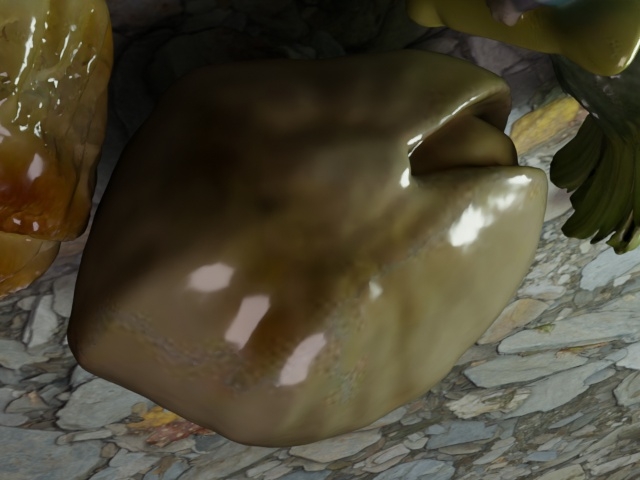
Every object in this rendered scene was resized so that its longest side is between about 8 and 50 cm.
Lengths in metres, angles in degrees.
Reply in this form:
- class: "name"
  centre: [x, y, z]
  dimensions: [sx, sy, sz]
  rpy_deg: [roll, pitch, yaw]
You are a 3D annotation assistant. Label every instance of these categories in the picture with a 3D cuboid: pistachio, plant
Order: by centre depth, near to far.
- class: "pistachio"
  centre: [0.000, 0.000, 0.799]
  dimensions: [0.365, 0.281, 0.445]
  rpy_deg: [-29, 175, 26]
- class: "plant"
  centre: [0.253, -0.145, 0.867]
  dimensions: [0.261, 0.297, 0.306]
  rpy_deg: [4, 102, -69]

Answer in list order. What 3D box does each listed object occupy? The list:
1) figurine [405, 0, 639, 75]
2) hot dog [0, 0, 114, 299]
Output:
- class: "figurine"
  centre: [0.081, -0.252, 0.426]
  dimensions: [0.361, 0.266, 0.377]
  rpy_deg: [4, 168, 45]
- class: "hot dog"
  centre: [-0.318, -0.066, 0.634]
  dimensions: [0.365, 0.196, 0.367]
  rpy_deg: [7, 146, -36]
